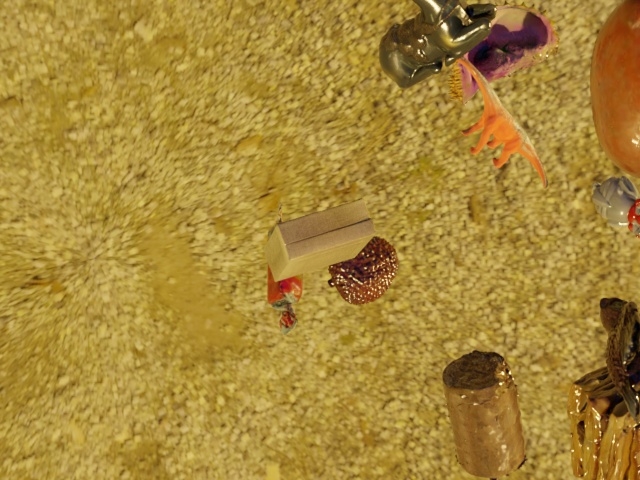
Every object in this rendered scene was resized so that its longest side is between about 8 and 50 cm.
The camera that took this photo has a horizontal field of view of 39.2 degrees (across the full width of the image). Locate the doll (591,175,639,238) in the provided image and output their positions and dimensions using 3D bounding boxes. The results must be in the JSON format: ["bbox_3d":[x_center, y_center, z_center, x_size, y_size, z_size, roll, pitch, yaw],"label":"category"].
[{"bbox_3d":[0.525,-0.057,1.545,0.079,0.180,0.094,-2,116,-20],"label":"doll"}]

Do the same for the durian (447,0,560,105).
[{"bbox_3d":[0.371,-0.409,1.912,0.261,0.154,0.186,-15,105,-15],"label":"durian"}]

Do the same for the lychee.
[{"bbox_3d":[0.073,0.046,1.565,0.123,0.123,0.129,44,85,-9],"label":"lychee"}]

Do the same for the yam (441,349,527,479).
[{"bbox_3d":[0.292,0.310,1.615,0.129,0.128,0.238,-30,126,-16],"label":"yam"}]

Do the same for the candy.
[{"bbox_3d":[-0.071,0.050,1.797,0.059,0.086,0.292,10,65,-26],"label":"candy"}]

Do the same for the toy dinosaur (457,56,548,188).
[{"bbox_3d":[0.273,-0.187,1.439,0.280,0.055,0.101,38,123,-17],"label":"toy dinosaur"}]

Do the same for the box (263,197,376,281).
[{"bbox_3d":[0.000,0.000,0.763,0.083,0.079,0.035,-17,78,-17],"label":"box"}]

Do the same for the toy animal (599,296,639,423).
[{"bbox_3d":[0.456,0.167,1.334,0.116,0.179,0.218,-38,134,4],"label":"toy animal"}]

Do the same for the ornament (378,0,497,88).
[{"bbox_3d":[0.077,-0.309,1.134,0.236,0.202,0.080,33,63,-20],"label":"ornament"}]

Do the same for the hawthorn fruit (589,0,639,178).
[{"bbox_3d":[0.378,-0.187,0.956,0.199,0.199,0.251,-31,111,-13],"label":"hawthorn fruit"}]

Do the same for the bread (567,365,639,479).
[{"bbox_3d":[0.639,0.361,1.824,0.370,0.192,0.314,-26,122,-36],"label":"bread"}]
